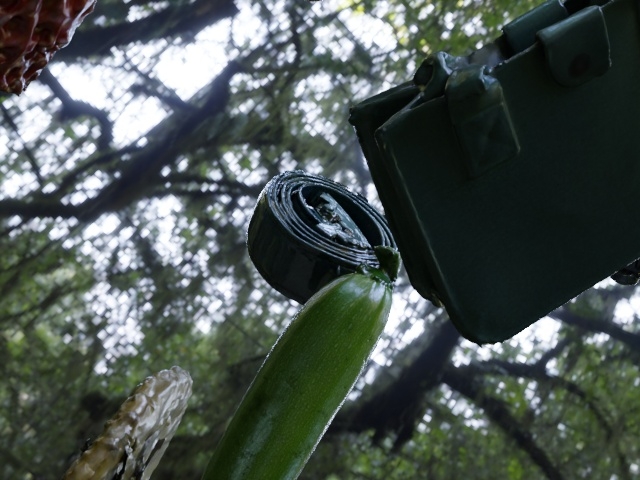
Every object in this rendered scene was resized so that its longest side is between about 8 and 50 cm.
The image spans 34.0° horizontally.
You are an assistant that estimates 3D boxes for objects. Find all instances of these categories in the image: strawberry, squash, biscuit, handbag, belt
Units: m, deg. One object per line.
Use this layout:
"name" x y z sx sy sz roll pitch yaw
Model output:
"strawberry" -0.294 -0.268 0.981 0.178 0.234 0.234 -28 -69 11
"squash" -0.024 0.165 1.118 0.101 0.379 0.101 32 -5 3
"biscuit" -0.141 0.168 0.607 0.033 0.220 0.220 33 -41 5
"handbag" 0.204 -0.079 0.828 0.238 0.326 0.089 65 -6 -33
"belt" 0.000 0.000 1.439 0.206 0.267 0.116 14 -63 -23

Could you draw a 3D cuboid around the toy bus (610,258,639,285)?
"toy bus" 0.301 -0.018 1.147 0.236 0.094 0.079 21 -59 25
